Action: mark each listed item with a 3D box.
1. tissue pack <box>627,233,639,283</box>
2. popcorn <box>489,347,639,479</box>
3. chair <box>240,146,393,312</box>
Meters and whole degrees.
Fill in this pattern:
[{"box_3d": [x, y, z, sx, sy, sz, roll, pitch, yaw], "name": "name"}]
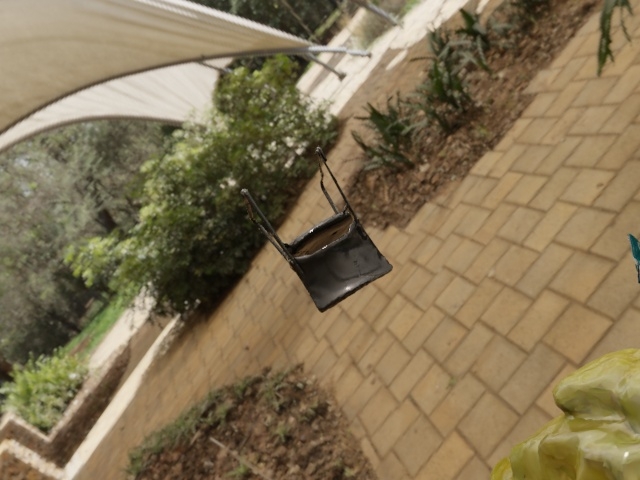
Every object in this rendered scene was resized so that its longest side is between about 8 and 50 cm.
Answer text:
[{"box_3d": [0.479, 0.056, 0.909, 0.028, 0.138, 0.085, -22, 47, 31], "name": "tissue pack"}, {"box_3d": [0.225, 0.206, 0.393, 0.252, 0.215, 0.286, -7, 63, 45], "name": "popcorn"}, {"box_3d": [0.000, 0.000, 0.955, 0.140, 0.221, 0.145, -32, -18, -6], "name": "chair"}]
